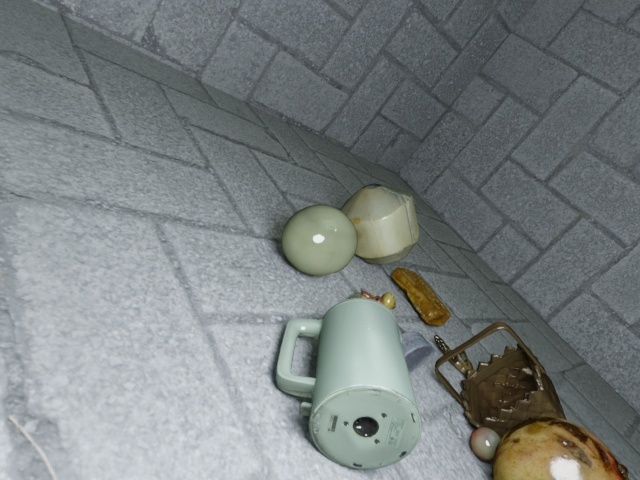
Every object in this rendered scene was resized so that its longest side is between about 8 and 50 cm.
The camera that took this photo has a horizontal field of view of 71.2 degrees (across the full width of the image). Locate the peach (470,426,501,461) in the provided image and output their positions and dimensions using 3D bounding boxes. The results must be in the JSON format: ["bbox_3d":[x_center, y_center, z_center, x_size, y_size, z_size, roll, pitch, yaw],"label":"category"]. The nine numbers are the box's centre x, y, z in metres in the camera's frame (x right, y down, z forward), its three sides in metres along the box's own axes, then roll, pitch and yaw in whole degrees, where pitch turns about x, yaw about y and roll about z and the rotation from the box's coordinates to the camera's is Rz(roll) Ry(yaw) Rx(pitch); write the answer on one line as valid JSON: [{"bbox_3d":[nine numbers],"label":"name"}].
[{"bbox_3d":[0.429,0.528,1.160,0.083,0.083,0.083,32,22,-15],"label":"peach"}]

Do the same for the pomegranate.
[{"bbox_3d":[0.552,0.567,1.012,0.322,0.322,0.322,32,22,-15],"label":"pomegranate"}]

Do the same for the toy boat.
[{"bbox_3d":[0.171,0.268,1.266,0.294,0.111,0.276,32,19,20],"label":"toy boat"}]

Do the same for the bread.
[{"bbox_3d":[0.377,0.213,1.712,0.139,0.077,0.271,13,31,-41],"label":"bread"}]

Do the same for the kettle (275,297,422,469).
[{"bbox_3d":[0.059,0.288,0.950,0.318,0.265,0.205,-84,152,-65],"label":"kettle"}]

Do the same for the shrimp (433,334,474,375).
[{"bbox_3d":[0.466,0.386,1.555,0.195,0.035,0.148,47,25,4],"label":"shrimp"}]

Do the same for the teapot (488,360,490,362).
[{"bbox_3d":[0.680,0.493,1.681,0.111,0.042,0.043,43,22,17],"label":"teapot"}]

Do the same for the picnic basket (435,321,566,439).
[{"bbox_3d":[0.519,0.413,1.289,0.321,0.254,0.291,48,21,-4],"label":"picnic basket"}]

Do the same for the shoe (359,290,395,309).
[{"bbox_3d":[0.157,0.178,1.258,0.109,0.069,0.072,9,21,10],"label":"shoe"}]

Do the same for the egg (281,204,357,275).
[{"bbox_3d":[0.000,0.000,1.348,0.219,0.219,0.269,45,27,17],"label":"egg"}]

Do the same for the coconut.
[{"bbox_3d":[0.228,-0.078,1.721,0.323,0.323,0.323,32,22,-15],"label":"coconut"}]
